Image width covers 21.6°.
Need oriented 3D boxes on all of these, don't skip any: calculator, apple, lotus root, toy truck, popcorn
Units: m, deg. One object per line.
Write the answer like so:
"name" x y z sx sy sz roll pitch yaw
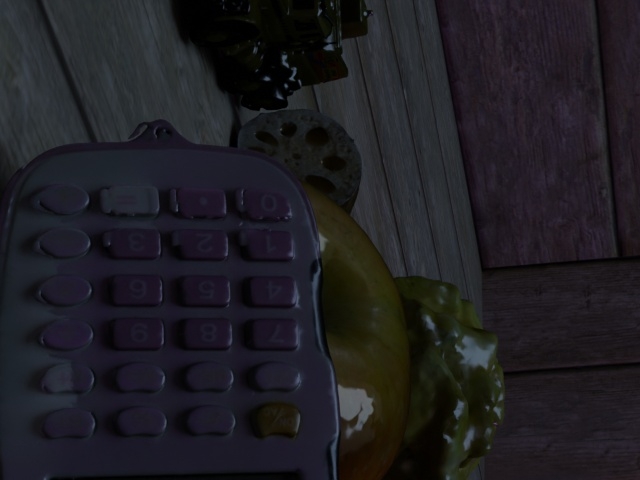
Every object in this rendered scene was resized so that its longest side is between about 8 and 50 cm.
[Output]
"calculator" -0.084 0.079 0.901 0.043 0.194 0.294 146 -57 -69
"apple" -0.047 0.074 1.051 0.210 0.173 0.235 40 36 -14
"lotus root" -0.017 -0.053 1.505 0.081 0.112 0.122 82 7 -51
"toy truck" -0.038 -0.203 1.442 0.257 0.127 0.127 39 48 -72
"popcorn" 0.047 0.141 1.396 0.212 0.259 0.259 -48 -156 37
